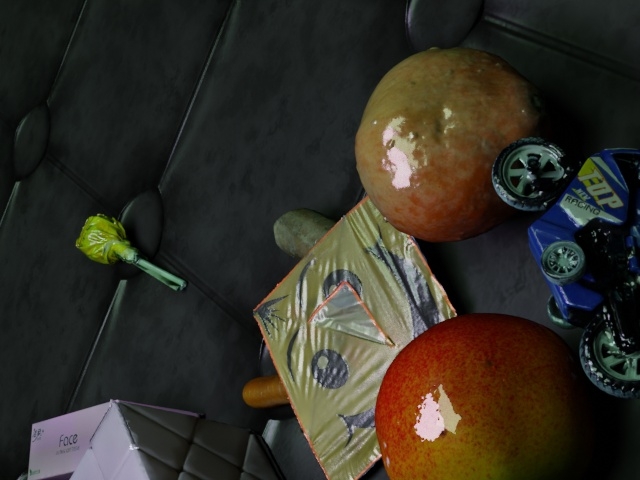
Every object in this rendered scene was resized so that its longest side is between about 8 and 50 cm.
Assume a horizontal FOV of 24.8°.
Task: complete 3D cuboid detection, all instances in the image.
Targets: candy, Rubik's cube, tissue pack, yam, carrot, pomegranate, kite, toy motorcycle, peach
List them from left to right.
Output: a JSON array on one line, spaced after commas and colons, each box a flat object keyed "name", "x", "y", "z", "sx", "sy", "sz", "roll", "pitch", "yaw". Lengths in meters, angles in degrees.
[{"name": "tissue pack", "x": -0.293, "y": 0.292, "z": 2.051, "sx": 0.246, "sy": 0.149, "sz": 0.092, "roll": -20, "pitch": 63, "yaw": 48}, {"name": "candy", "x": -0.282, "y": 0.027, "z": 2.226, "sx": 0.262, "sy": 0.077, "sz": 0.073, "roll": 25, "pitch": 76, "yaw": 45}, {"name": "Rubik's cube", "x": -0.181, "y": 0.366, "z": 1.805, "sx": 0.224, "sy": 0.231, "sz": 0.221, "roll": -57, "pitch": 39, "yaw": 19}, {"name": "carrot", "x": -0.016, "y": 0.181, "z": 1.820, "sx": 0.248, "sy": 0.043, "sz": 0.043, "roll": -15, "pitch": 65, "yaw": 48}, {"name": "yam", "x": 0.000, "y": 0.000, "z": 1.848, "sx": 0.146, "sy": 0.070, "sz": 0.069, "roll": 28, "pitch": 99, "yaw": 58}, {"name": "kite", "x": 0.031, "y": 0.116, "z": 1.739, "sx": 0.328, "sy": 0.013, "sz": 0.377, "roll": 13, "pitch": 95, "yaw": 42}, {"name": "peach", "x": 0.151, "y": -0.112, "z": 1.576, "sx": 0.232, "sy": 0.233, "sz": 0.232, "roll": -25, "pitch": 58, "yaw": 46}, {"name": "pomegranate", "x": 0.167, "y": 0.195, "z": 1.432, "sx": 0.221, "sy": 0.221, "sz": 0.256, "roll": -44, "pitch": 51, "yaw": 35}, {"name": "toy motorcycle", "x": 0.289, "y": 0.010, "z": 1.405, "sx": 0.169, "sy": 0.113, "sz": 0.315, "roll": -22, "pitch": 59, "yaw": -1}]
